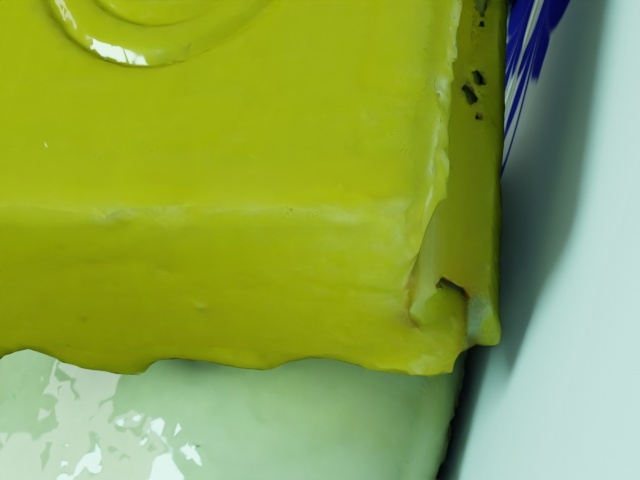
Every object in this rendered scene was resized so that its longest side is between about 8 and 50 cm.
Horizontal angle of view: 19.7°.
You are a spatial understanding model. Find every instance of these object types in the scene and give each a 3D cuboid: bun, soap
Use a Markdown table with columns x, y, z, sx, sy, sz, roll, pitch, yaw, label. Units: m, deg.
| x | y | z | sx | sy | sz | roll | pitch | yaw | label |
| --- | --- | --- | --- | --- | --- | --- | --- | --- | --- |
| -0.067 | 0.099 | 0.788 | 0.364 | 0.202 | 0.364 | -161 | 90 | -87 | bun |
| -0.032 | -0.107 | 0.667 | 0.096 | 0.204 | 0.324 | 78 | -165 | -52 | soap |
